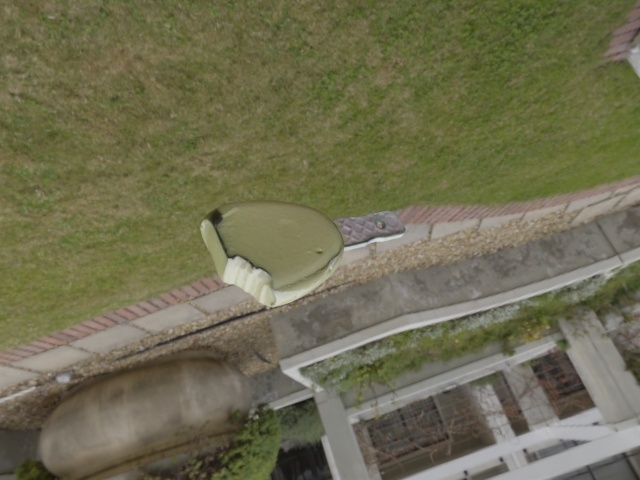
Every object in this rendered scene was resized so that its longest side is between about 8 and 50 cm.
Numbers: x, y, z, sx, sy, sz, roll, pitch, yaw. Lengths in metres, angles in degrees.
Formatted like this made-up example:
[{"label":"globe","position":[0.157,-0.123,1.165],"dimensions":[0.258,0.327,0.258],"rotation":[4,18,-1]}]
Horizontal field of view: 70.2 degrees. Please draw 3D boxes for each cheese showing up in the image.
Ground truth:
[{"label":"cheese","position":[0.000,0.000,0.524],"dimensions":[0.255,0.127,0.050],"rotation":[-11,148,-32]}]
